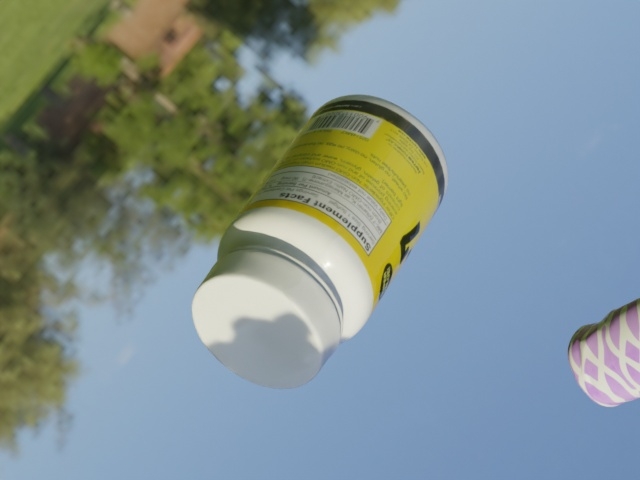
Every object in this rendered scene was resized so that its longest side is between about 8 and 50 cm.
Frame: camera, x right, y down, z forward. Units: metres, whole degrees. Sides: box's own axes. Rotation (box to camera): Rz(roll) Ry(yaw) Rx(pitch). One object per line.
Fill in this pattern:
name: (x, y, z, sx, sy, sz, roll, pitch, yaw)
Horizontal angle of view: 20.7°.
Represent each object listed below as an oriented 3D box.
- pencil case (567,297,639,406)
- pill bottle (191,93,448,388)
pencil case: (0.309, 0.077, 1.522, 0.206, 0.086, 0.088, -30, -172, 45)
pill bottle: (0.000, 0.000, 1.234, 0.119, 0.119, 0.208, -38, -168, 47)
